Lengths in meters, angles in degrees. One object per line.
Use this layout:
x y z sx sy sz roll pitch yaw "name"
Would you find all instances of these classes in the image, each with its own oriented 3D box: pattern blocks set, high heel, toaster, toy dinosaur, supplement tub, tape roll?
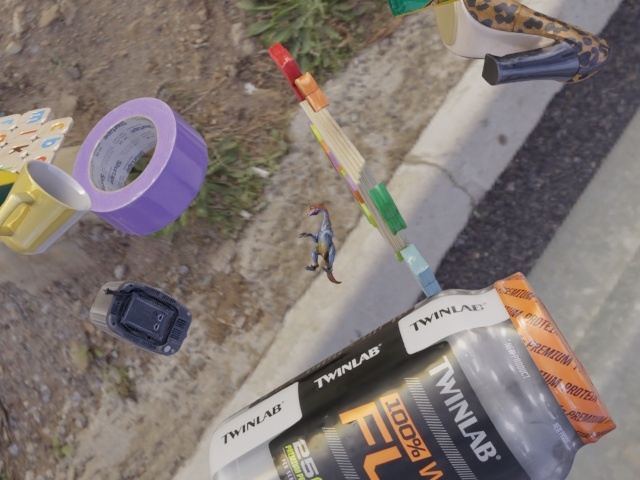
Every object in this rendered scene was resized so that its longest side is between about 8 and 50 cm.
0.035 -0.080 1.035 0.026 0.325 0.285 -32 121 1 "pattern blocks set"
0.267 -0.300 1.225 0.186 0.261 0.093 -9 139 -17 "high heel"
-0.407 0.164 1.966 0.227 0.146 0.129 29 73 -31 "toaster"
0.000 0.000 1.129 0.090 0.047 0.082 59 36 -57 "toy dinosaur"
0.077 0.171 0.780 0.316 0.193 0.193 -33 112 11 "supplement tub"
-0.263 -0.108 1.303 0.189 0.189 0.080 -59 140 -10 "tape roll"

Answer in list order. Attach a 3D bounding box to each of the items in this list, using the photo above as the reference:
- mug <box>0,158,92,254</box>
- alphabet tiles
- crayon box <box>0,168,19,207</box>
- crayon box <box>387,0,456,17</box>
-0.236 -0.025 0.726 0.064 0.062 0.078 -48 141 14 "mug"
-0.619 -0.162 1.735 0.278 0.284 0.021 -10 129 15 "alphabet tiles"
-0.724 -0.071 1.474 0.313 0.363 0.106 -30 131 -61 "crayon box"
0.204 -0.361 1.016 0.278 0.165 0.081 -12 131 15 "crayon box"
